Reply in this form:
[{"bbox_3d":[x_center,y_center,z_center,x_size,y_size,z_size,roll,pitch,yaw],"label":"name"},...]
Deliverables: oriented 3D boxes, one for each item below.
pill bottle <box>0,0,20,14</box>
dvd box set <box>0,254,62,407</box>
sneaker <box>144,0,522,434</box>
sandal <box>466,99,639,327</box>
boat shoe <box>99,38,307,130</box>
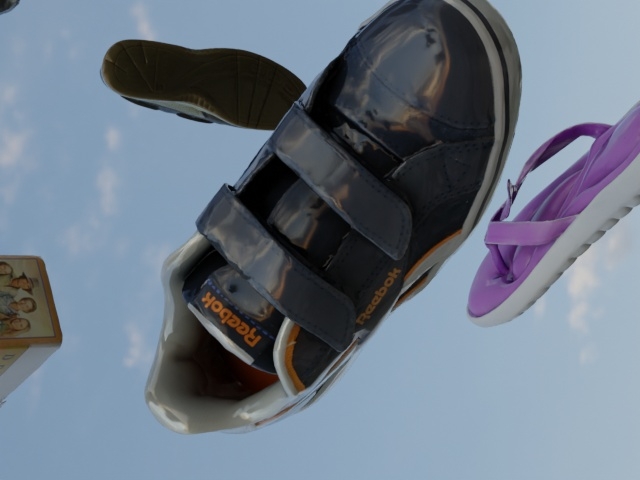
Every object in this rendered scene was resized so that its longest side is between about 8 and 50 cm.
[{"bbox_3d":[-0.242,-0.290,1.091,0.219,0.123,0.123,-57,-17,24],"label":"pill bottle"},{"bbox_3d":[-0.391,0.098,0.757,0.420,0.307,0.062,1,-118,-42],"label":"dvd box set"},{"bbox_3d":[0.000,0.000,0.837,0.127,0.126,0.321,-21,-34,-51],"label":"sneaker"},{"bbox_3d":[0.249,-0.054,1.524,0.416,0.102,0.169,-50,11,49],"label":"sandal"},{"bbox_3d":[-0.123,-0.165,1.521,0.073,0.223,0.080,-171,90,-72],"label":"boat shoe"}]
